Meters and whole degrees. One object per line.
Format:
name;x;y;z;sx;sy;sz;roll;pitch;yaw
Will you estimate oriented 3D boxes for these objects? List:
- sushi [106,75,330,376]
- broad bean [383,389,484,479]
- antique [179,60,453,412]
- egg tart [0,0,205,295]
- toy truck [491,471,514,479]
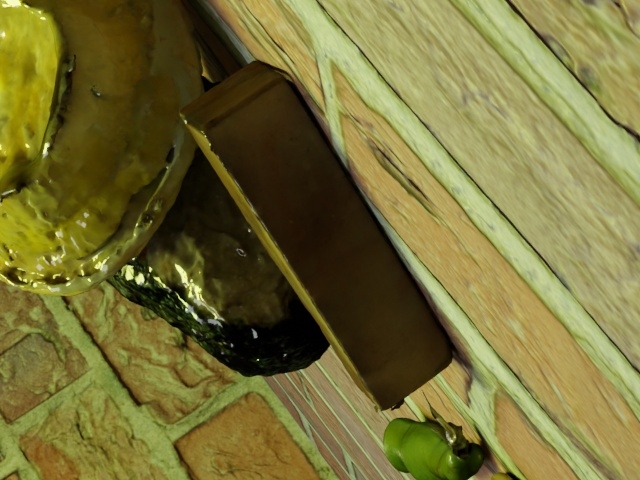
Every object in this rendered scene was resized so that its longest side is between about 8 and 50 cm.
sushi;-0.114;-0.022;1.582;0.350;0.211;0.171;44;163;25
broad bean;0.118;0.214;1.731;0.098;0.056;0.318;60;167;8
antique;0.000;0.000;1.412;0.310;0.087;0.093;57;173;-21
egg tart;-0.261;-0.126;1.507;0.132;0.345;0.345;13;-150;-53
toy truck;0.155;0.359;1.560;0.288;0.211;0.204;56;172;-36
